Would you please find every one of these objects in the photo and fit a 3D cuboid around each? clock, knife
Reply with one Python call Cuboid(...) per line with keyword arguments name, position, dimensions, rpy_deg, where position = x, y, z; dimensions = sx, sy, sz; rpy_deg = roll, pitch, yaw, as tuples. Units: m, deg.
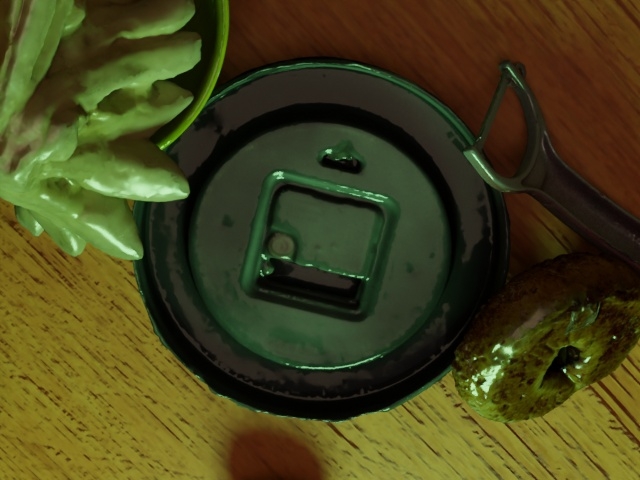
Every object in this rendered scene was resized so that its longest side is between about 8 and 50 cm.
Cuboid(name="clock", position=(0.000, 0.000, 1.106), dimensions=(0.325, 0.067, 0.325), rpy_deg=(0, 106, 1))
Cuboid(name="knife", position=(0.238, -0.035, 1.097), dimensions=(0.278, 0.053, 0.123), rpy_deg=(37, 60, -17))

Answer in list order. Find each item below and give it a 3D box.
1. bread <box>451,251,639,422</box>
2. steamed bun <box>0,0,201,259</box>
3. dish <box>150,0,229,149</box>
Cuboid(name="bread", position=(0.197, 0.082, 1.088), dimensions=(0.193, 0.064, 0.193), rpy_deg=(-20, 141, -17))
Cuboid(name="steamed bun", position=(-0.223, -0.114, 0.932), dimensions=(0.247, 0.189, 0.428), rpy_deg=(30, 109, 23))
Cuboid(name="dish", position=(-0.201, -0.189, 1.036), dimensions=(0.263, 0.108, 0.221), rpy_deg=(15, 108, -2))
